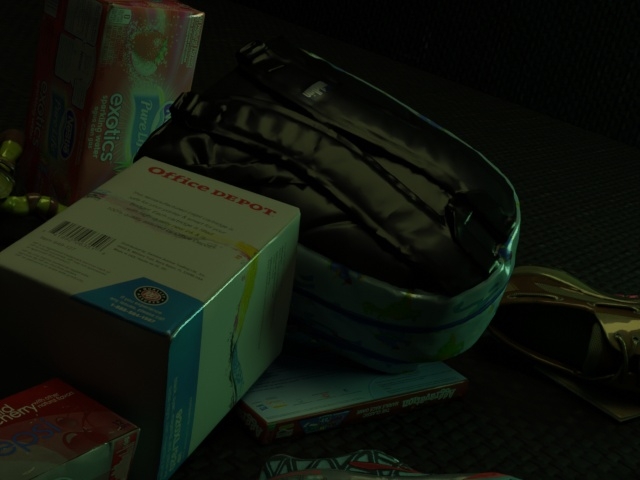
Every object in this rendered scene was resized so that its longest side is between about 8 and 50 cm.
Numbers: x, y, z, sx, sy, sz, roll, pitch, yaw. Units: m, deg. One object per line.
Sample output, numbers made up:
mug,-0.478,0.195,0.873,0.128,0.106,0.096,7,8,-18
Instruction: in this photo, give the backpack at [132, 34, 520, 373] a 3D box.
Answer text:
backpack,0.033,-0.025,1.111,0.355,0.273,0.290,18,45,24

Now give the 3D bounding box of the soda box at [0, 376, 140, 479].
soda box,-0.246,0.181,0.725,0.092,0.084,0.263,25,21,25

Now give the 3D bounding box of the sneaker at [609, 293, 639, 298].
sneaker,0.417,0.112,1.427,0.170,0.075,0.063,-9,39,0

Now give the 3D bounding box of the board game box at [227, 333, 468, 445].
board game box,0.009,0.139,1.106,0.281,0.027,0.145,-4,28,-42

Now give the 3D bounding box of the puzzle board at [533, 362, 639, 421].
puzzle board,0.327,0.173,1.261,0.096,0.011,0.128,-3,26,-42

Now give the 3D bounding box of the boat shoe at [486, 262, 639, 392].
boat shoe,0.336,0.124,1.233,0.323,0.123,0.120,15,22,25

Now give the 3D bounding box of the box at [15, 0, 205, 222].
box,-0.266,-0.165,1.340,0.142,0.300,0.154,-4,26,-42

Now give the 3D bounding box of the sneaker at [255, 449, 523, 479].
sneaker,0.069,0.205,0.854,0.261,0.104,0.125,8,18,-18

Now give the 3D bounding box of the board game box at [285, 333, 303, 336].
board game box,-0.099,0.086,1.152,0.181,0.043,0.092,-5,28,-42

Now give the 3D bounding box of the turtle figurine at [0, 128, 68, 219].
turtle figurine,-0.410,-0.071,1.243,0.269,0.087,0.217,4,34,-19

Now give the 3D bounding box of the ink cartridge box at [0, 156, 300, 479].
ink cartridge box,-0.146,0.062,0.933,0.171,0.168,0.232,20,33,18
